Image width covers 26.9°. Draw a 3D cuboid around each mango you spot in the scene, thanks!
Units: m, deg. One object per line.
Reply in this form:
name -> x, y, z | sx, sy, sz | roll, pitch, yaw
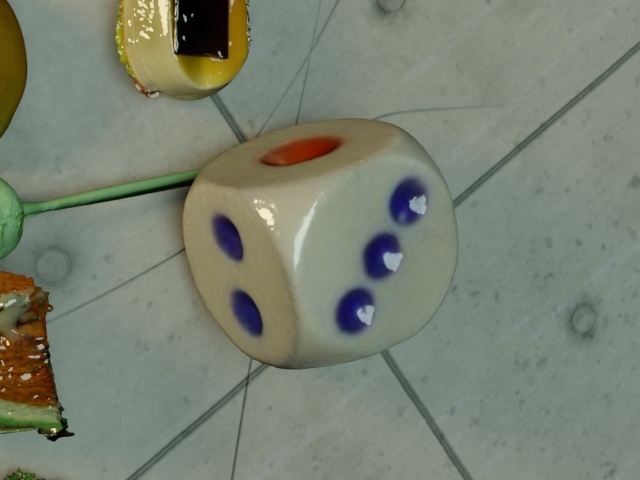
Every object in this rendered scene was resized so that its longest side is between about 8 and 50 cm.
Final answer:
mango -> -0.414, -0.210, 1.550 | 0.151, 0.120, 0.221 | -26, 115, -17

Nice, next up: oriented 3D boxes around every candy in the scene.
candy -> -0.286, -0.052, 1.661 | 0.440, 0.119, 0.119 | -13, 103, -33

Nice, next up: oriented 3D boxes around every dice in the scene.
dice -> 0.000, 0.000, 1.702 | 0.259, 0.243, 0.251 | -26, 115, -31

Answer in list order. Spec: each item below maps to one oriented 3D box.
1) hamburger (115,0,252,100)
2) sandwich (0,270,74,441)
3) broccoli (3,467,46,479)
hamburger -> -0.170, -0.280, 1.668 | 0.173, 0.116, 0.210 | -7, 97, -34
sandwich -> -0.416, 0.119, 1.564 | 0.292, 0.109, 0.212 | 8, 126, -18
broccoli -> -0.347, 0.377, 1.615 | 0.194, 0.194, 0.219 | 0, 75, -26
